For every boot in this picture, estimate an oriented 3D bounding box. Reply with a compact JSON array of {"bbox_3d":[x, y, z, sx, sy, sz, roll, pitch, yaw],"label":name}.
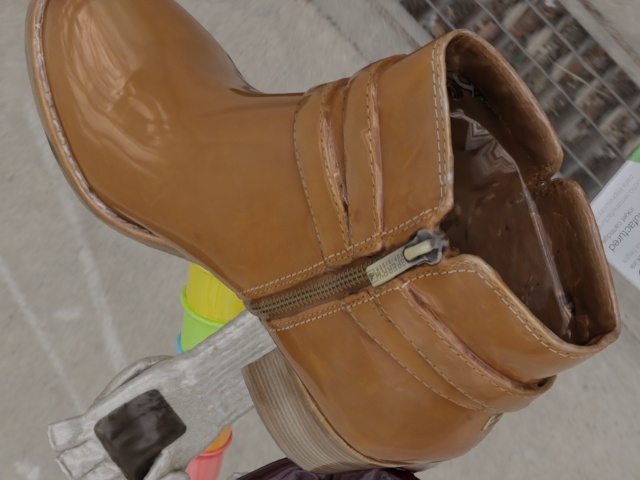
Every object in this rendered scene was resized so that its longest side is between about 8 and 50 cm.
[{"bbox_3d":[-0.003,-0.027,0.413,0.073,0.152,0.197,-35,89,-31],"label":"boot"}]

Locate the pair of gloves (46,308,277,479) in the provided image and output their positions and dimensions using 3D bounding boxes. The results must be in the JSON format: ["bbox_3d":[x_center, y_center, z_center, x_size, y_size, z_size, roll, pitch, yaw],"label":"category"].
[{"bbox_3d":[-0.085,0.197,1.139,0.204,0.042,0.240,-26,109,-6],"label":"pair of gloves"}]

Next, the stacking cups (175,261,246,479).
[{"bbox_3d":[-0.123,0.137,1.513,0.096,0.096,0.316,14,123,-2],"label":"stacking cups"}]

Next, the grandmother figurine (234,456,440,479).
[{"bbox_3d":[0.017,0.218,0.934,0.208,0.104,0.342,21,91,6],"label":"grandmother figurine"}]

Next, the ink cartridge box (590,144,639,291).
[{"bbox_3d":[0.331,0.001,1.085,0.219,0.092,0.160,44,122,15],"label":"ink cartridge box"}]
